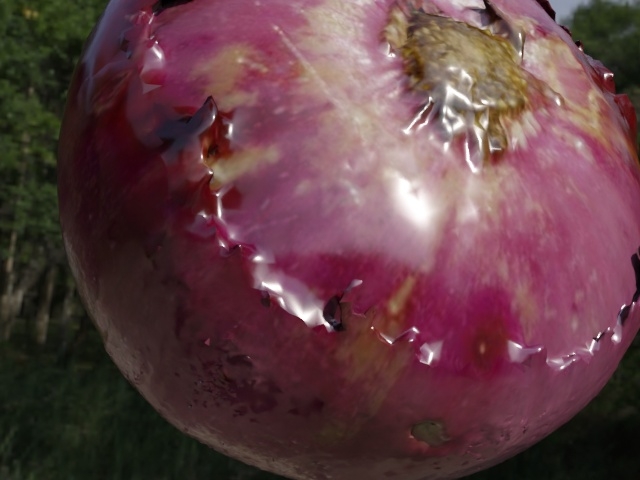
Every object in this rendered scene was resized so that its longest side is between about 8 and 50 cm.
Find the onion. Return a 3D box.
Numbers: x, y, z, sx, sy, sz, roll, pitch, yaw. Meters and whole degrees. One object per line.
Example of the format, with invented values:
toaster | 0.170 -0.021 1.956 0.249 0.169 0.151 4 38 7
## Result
onion | 0.005 -0.028 0.672 0.358 0.358 0.345 14 -22 -42
